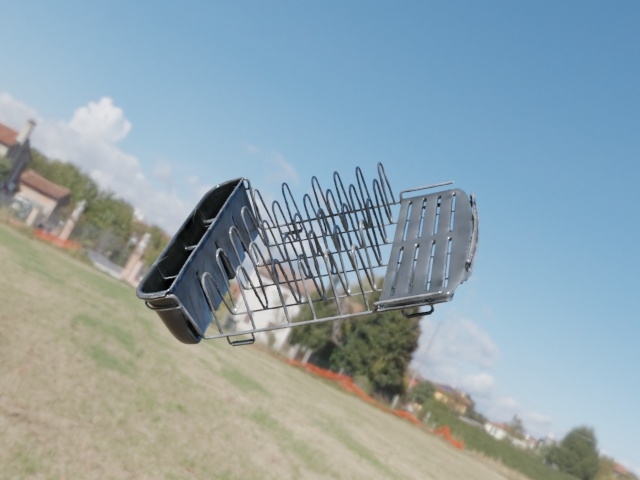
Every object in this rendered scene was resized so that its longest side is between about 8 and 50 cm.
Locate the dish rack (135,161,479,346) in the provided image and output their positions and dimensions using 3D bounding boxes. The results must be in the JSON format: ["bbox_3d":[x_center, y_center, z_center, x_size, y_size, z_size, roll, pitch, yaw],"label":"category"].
[{"bbox_3d":[0.000,0.000,0.610,0.271,0.208,0.074,-10,-60,19],"label":"dish rack"}]
